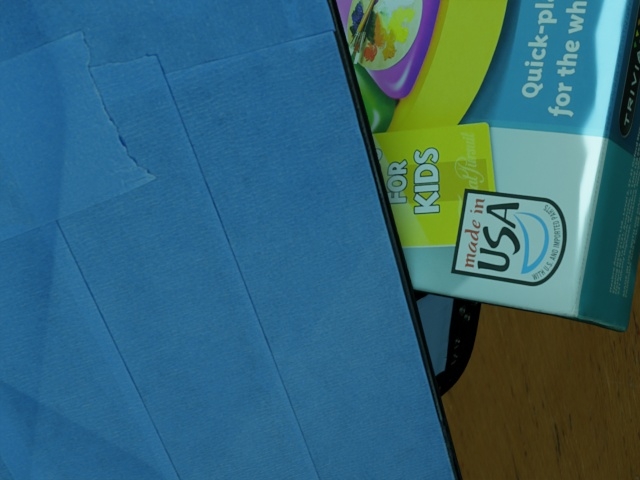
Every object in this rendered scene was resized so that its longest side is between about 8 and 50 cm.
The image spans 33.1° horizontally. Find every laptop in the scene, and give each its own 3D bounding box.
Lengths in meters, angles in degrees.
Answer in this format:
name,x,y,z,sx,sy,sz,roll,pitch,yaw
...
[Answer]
name,x,y,z,sx,sy,sz,roll,pitch,yaw
laptop,-0.141,0.139,0.363,0.408,0.236,0.382,-58,141,-45

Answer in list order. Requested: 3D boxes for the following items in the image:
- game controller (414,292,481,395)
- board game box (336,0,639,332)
name,x,y,z,sx,sy,sz,roll,pitch,yaw
game controller,0.061,0.097,0.932,0.319,0.067,0.166,-25,118,-51
board game box,0.002,-0.109,0.544,0.079,0.336,0.253,15,84,-57
